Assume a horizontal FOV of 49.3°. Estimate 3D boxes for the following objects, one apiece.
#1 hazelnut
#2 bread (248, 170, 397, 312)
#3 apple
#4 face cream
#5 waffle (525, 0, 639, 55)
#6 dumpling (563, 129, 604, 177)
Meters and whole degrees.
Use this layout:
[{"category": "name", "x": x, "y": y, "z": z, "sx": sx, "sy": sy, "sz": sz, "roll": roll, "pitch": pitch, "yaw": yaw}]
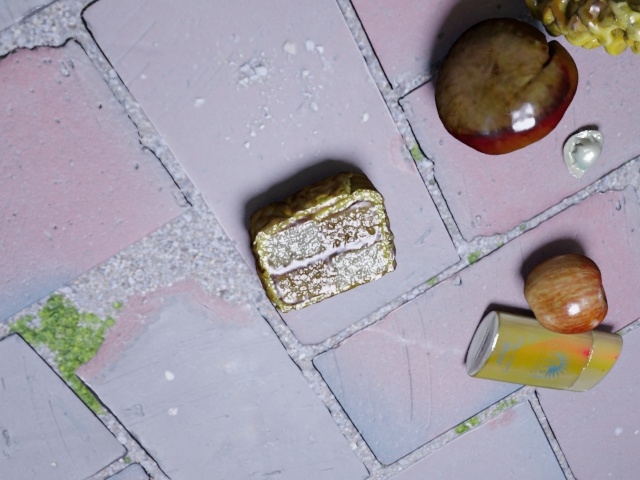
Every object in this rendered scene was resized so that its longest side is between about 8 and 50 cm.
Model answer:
[{"category": "hazelnut", "x": 0.274, "y": -0.221, "z": 1.016, "sx": 0.208, "sy": 0.208, "sz": 0.208, "roll": -6, "pitch": 115, "yaw": -12}, {"category": "bread", "x": 0.000, "y": 0.000, "z": 1.079, "sx": 0.222, "sy": 0.096, "sz": 0.181, "roll": -22, "pitch": 117, "yaw": -2}, {"category": "apple", "x": 0.424, "y": 0.093, "z": 1.208, "sx": 0.131, "sy": 0.146, "sz": 0.146, "roll": -15, "pitch": 119, "yaw": 18}, {"category": "face cream", "x": 0.419, "y": 0.212, "z": 1.302, "sx": 0.285, "sy": 0.067, "sz": 0.139, "roll": 11, "pitch": 113, "yaw": -19}, {"category": "waffle", "x": 0.403, "y": -0.411, "z": 0.906, "sx": 0.151, "sy": 0.261, "sz": 0.324, "roll": 8, "pitch": 114, "yaw": -26}, {"category": "dumpling", "x": 0.434, "y": -0.149, "z": 1.158, "sx": 0.059, "sy": 0.043, "sz": 0.077, "roll": 23, "pitch": 123, "yaw": -6}]
